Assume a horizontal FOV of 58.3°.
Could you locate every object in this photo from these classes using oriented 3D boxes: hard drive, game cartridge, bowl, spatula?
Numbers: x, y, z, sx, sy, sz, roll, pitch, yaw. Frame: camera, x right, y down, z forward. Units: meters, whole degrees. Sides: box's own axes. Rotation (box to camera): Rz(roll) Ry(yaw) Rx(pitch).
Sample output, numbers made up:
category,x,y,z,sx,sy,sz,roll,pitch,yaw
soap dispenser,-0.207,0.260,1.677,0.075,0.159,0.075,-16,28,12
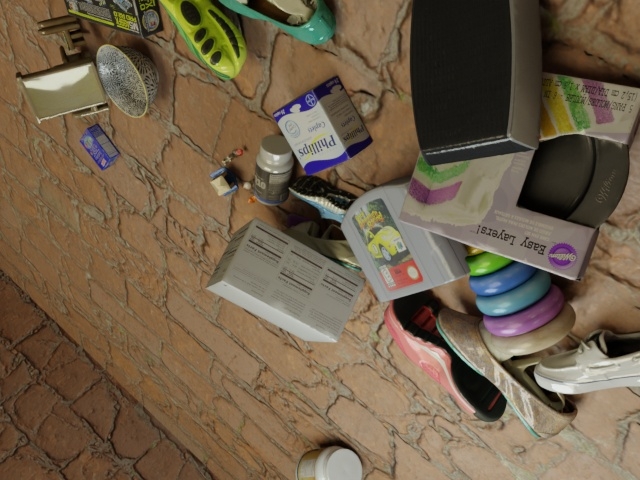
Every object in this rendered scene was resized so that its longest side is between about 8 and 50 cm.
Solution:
category,x,y,z,sx,sy,sz,roll,pitch,yaw
hard drive,0.190,-0.233,0.734,0.172,0.054,0.254,-3,87,43
game cartridge,0.131,0.000,1.004,0.196,0.060,0.294,66,158,5
bowl,-0.425,-0.375,1.313,0.170,0.080,0.170,27,137,28
spatula,-0.034,0.070,1.350,0.084,0.030,0.296,16,133,23

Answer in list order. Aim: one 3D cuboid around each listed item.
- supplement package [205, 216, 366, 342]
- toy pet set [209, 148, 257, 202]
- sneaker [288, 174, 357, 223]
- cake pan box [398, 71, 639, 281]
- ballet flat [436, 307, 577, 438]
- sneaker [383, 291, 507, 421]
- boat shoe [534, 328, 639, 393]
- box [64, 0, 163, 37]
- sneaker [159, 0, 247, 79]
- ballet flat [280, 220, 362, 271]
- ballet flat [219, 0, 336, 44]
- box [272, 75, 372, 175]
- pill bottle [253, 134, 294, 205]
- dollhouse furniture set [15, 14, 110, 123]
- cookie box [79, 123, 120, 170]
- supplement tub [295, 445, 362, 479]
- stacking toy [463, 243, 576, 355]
category,x,y,z,sx,sy,sz,roll,pitch,yaw
supplement package,-0.080,0.092,1.199,0.262,0.145,0.204,31,162,-13
toy pet set,-0.188,-0.143,1.316,0.114,0.065,0.122,-26,108,17
sneaker,0.001,-0.074,1.165,0.162,0.063,0.073,29,142,24
cake pan box,0.264,-0.099,0.767,0.267,0.070,0.245,23,101,30
ballet flat,0.353,0.224,1.059,0.316,0.107,0.106,46,123,-4
sneaker,0.250,0.232,1.168,0.314,0.116,0.136,49,157,7
boat shoe,0.459,0.182,0.915,0.258,0.095,0.084,-20,102,40
box,-0.460,-0.564,1.201,0.270,0.060,0.216,25,138,29
sneaker,-0.237,-0.420,1.052,0.295,0.109,0.123,62,167,4
ballet flat,0.000,0.000,1.221,0.248,0.086,0.086,15,132,31
ballet flat,-0.084,-0.402,0.935,0.247,0.083,0.087,31,179,17
box,0.002,-0.204,1.040,0.126,0.072,0.137,-14,112,51
pill bottle,-0.096,-0.145,1.186,0.078,0.078,0.137,34,140,19
dollhouse furniture set,-0.614,-0.388,1.356,0.242,0.161,0.212,-129,24,-50
cookie box,-0.637,-0.268,1.654,0.107,0.040,0.092,55,143,-7
supplement tub,0.025,0.710,1.759,0.144,0.144,0.200,50,143,-2
stacking toy,0.276,0.012,0.921,0.141,0.141,0.330,-20,101,51
